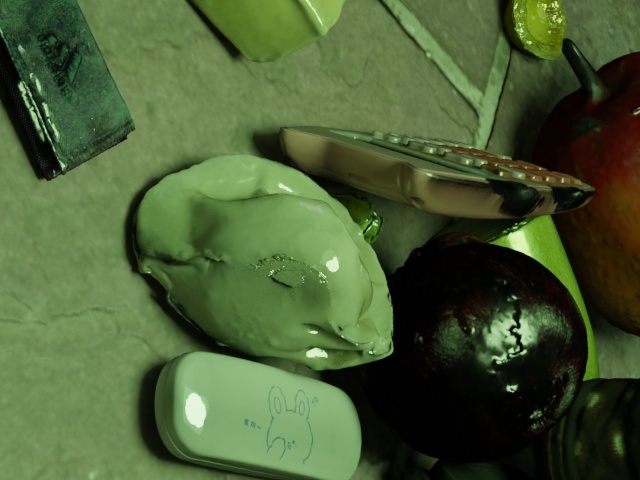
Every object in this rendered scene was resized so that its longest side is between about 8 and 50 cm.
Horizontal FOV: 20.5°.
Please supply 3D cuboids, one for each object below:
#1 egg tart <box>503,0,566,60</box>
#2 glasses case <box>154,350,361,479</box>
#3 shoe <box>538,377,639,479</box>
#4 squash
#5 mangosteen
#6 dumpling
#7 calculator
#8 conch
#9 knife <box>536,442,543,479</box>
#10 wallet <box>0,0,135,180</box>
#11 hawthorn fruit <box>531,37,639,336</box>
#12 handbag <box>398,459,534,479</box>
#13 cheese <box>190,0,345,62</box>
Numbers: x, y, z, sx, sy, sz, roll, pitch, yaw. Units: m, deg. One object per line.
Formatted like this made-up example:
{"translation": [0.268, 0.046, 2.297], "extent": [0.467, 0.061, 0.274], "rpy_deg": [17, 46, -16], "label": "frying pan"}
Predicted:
{"translation": [0.237, -0.245, 1.986], "extent": [0.105, 0.039, 0.105], "rpy_deg": [19, 64, -46], "label": "egg tart"}
{"translation": [-0.049, 0.153, 1.503], "extent": [0.233, 0.059, 0.092], "rpy_deg": [22, 61, -46], "label": "glasses case"}
{"translation": [0.405, 0.229, 1.685], "extent": [0.384, 0.237, 0.171], "rpy_deg": [30, 62, -37], "label": "shoe"}
{"translation": [0.207, 0.091, 1.777], "extent": [0.132, 0.132, 0.247], "rpy_deg": [-35, 107, -49], "label": "squash"}
{"translation": [0.124, 0.089, 1.628], "extent": [0.211, 0.250, 0.211], "rpy_deg": [-12, 119, -23], "label": "mangosteen"}
{"translation": [-0.035, 0.008, 1.502], "extent": [0.247, 0.142, 0.172], "rpy_deg": [27, 50, -14], "label": "dumpling"}
{"translation": [0.121, -0.063, 1.666], "extent": [0.330, 0.220, 0.048], "rpy_deg": [-2, 106, -52], "label": "calculator"}
{"translation": [0.000, 0.000, 1.596], "extent": [0.121, 0.074, 0.089], "rpy_deg": [-35, 110, -8], "label": "conch"}
{"translation": [0.236, 0.205, 1.856], "extent": [0.044, 0.026, 0.296], "rpy_deg": [-11, 88, -39], "label": "knife"}
{"translation": [-0.216, -0.141, 1.420], "extent": [0.111, 0.030, 0.166], "rpy_deg": [-40, 111, -53], "label": "wallet"}
{"translation": [0.359, -0.075, 1.890], "extent": [0.369, 0.285, 0.285], "rpy_deg": [54, 43, -20], "label": "hawthorn fruit"}
{"translation": [0.215, 0.302, 1.634], "extent": [0.244, 0.275, 0.088], "rpy_deg": [18, 104, -49], "label": "handbag"}
{"translation": [-0.046, -0.335, 1.610], "extent": [0.242, 0.124, 0.265], "rpy_deg": [55, 42, -29], "label": "cheese"}
